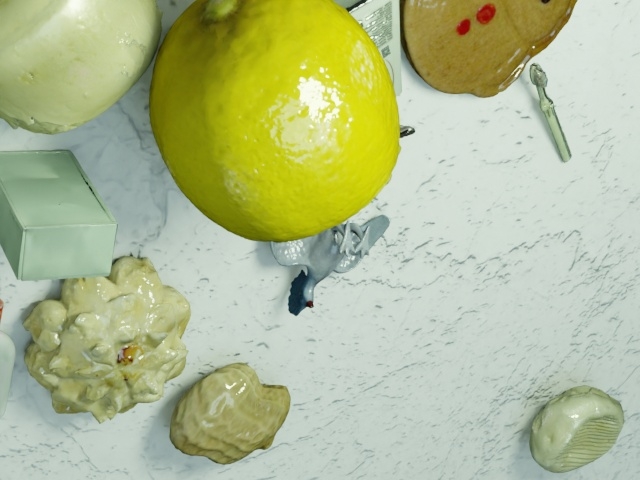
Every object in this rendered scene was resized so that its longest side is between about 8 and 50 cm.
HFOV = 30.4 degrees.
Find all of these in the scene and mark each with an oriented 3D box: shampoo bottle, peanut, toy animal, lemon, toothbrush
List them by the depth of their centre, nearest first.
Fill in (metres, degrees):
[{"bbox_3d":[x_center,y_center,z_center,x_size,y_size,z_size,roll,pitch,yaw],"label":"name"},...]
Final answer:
[{"bbox_3d":[-0.078,-0.196,1.623,0.364,0.364,0.364,-15,127,-22],"label":"lemon"},{"bbox_3d":[-0.524,0.187,1.810,0.108,0.051,0.221,2,119,-29],"label":"shampoo bottle"},{"bbox_3d":[0.079,-0.268,1.856,0.153,0.071,0.284,-30,133,-13],"label":"shampoo bottle"},{"bbox_3d":[0.000,0.000,1.984,0.239,0.176,0.255,16,77,-41],"label":"toy animal"},{"bbox_3d":[-0.153,0.312,2.077,0.233,0.110,0.197,33,100,-39],"label":"peanut"},{"bbox_3d":[0.409,-0.221,2.083,0.026,0.028,0.294,-39,146,-2],"label":"toothbrush"}]

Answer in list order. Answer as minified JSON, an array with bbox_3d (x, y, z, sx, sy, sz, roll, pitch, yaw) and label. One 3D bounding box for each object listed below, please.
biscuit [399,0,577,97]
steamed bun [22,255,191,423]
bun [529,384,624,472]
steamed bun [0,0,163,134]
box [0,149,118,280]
[{"bbox_3d":[0.291,-0.412,1.892,0.381,0.074,0.359,-32,134,-4],"label":"biscuit"},{"bbox_3d":[-0.324,0.180,1.873,0.295,0.137,0.292,-50,134,5],"label":"steamed bun"},{"bbox_3d":[0.542,0.393,2.529,0.231,0.133,0.231,-19,138,-18],"label":"bun"},{"bbox_3d":[-0.333,-0.261,1.547,0.273,0.166,0.232,-37,130,-4],"label":"steamed bun"},{"bbox_3d":[-0.381,-0.039,1.627,0.129,0.225,0.086,-3,122,-29],"label":"box"}]
